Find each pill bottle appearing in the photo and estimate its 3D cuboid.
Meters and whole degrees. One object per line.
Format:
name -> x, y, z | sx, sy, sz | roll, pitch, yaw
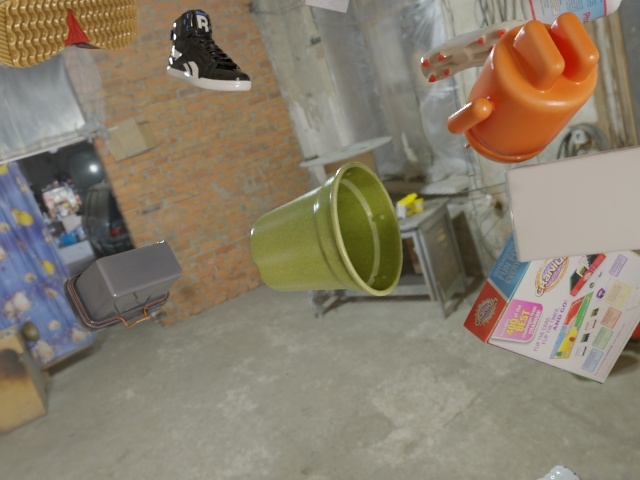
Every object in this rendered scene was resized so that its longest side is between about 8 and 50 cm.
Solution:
pill bottle -> 0.383, -0.365, 0.773 | 0.160, 0.087, 0.087 | -12, 14, 27

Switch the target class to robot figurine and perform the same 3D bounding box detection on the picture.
robot figurine -> 0.253, -0.179, 0.659 | 0.158, 0.128, 0.219 | -54, -10, -18

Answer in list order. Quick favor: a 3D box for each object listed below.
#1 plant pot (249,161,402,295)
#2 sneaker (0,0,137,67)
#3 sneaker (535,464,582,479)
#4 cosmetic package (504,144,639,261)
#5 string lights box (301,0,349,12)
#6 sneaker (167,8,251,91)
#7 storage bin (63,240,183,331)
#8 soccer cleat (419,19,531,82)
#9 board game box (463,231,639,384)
plant pot -> 0.000, 0.000, 1.110 | 0.254, 0.276, 0.276 | -14, 13, 32
sneaker -> -0.247, -0.205, 0.470 | 0.084, 0.069, 0.185 | 17, 31, 15
sneaker -> 0.444, 0.487, 0.885 | 0.129, 0.111, 0.297 | -17, -5, -10
cosmetic package -> 0.344, -0.049, 0.609 | 0.231, 0.117, 0.085 | -7, 6, 24
string lights box -> -0.007, -0.495, 0.915 | 0.077, 0.133, 0.259 | 3, 30, -18
sneaker -> -0.197, -0.329, 0.895 | 0.217, 0.121, 0.079 | 26, 29, 38
storage bin -> -0.254, 0.059, 0.702 | 0.135, 0.098, 0.091 | -20, -12, -47
soccer cleat -> 0.238, -0.282, 0.762 | 0.196, 0.068, 0.076 | -2, 38, 39
board game box -> 0.430, 0.098, 0.902 | 0.316, 0.242, 0.064 | 23, 8, -26
